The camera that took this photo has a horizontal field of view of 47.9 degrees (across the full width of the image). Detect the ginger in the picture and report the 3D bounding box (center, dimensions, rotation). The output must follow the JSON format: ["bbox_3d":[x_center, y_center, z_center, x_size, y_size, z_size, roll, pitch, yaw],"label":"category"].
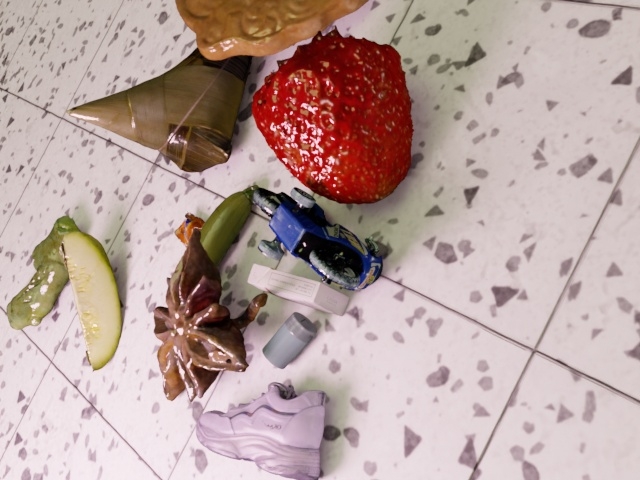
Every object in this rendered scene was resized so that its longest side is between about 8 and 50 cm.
[{"bbox_3d":[-0.641,0.078,1.679,0.137,0.089,0.290,17,87,24],"label":"ginger"}]

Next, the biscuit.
[{"bbox_3d":[-0.103,-0.513,1.423,0.384,0.062,0.365,-22,54,5],"label":"biscuit"}]

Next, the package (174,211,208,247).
[{"bbox_3d":[-0.247,-0.015,1.429,0.110,0.033,0.077,33,84,38],"label":"package"}]

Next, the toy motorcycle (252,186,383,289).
[{"bbox_3d":[0.000,0.000,1.145,0.113,0.168,0.315,-59,37,13],"label":"toy motorcycle"}]

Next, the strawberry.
[{"bbox_3d":[0.039,-0.189,1.152,0.257,0.257,0.277,-30,87,26],"label":"strawberry"}]

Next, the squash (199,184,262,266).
[{"bbox_3d":[-0.198,-0.005,1.362,0.066,0.066,0.252,35,93,43],"label":"squash"}]

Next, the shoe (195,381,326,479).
[{"bbox_3d":[-0.092,0.283,1.136,0.244,0.095,0.138,7,72,37],"label":"shoe"}]

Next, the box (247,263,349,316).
[{"bbox_3d":[-0.038,0.081,1.181,0.154,0.084,0.040,14,81,41],"label":"box"}]

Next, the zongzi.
[{"bbox_3d":[-0.306,-0.317,1.428,0.154,0.317,0.290,-16,59,57],"label":"zongzi"}]

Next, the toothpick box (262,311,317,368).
[{"bbox_3d":[-0.050,0.163,1.177,0.083,0.052,0.052,-49,48,13],"label":"toothpick box"}]

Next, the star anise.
[{"bbox_3d":[-0.203,0.148,1.250,0.292,0.108,0.350,50,126,31],"label":"star anise"}]

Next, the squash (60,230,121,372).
[{"bbox_3d":[-0.465,0.122,1.496,0.170,0.093,0.252,97,153,-45],"label":"squash"}]
